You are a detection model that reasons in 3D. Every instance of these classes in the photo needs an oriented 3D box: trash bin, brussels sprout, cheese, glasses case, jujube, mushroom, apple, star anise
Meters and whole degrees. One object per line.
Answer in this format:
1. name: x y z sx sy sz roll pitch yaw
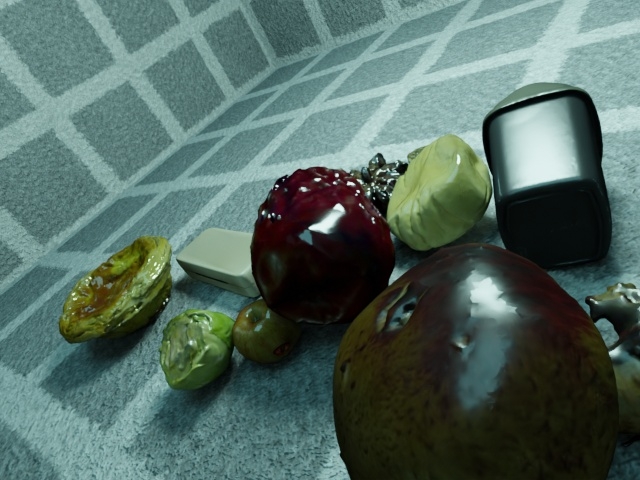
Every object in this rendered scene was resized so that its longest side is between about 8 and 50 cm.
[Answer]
1. trash bin: 0.368 -0.112 0.736 0.182 0.209 0.290 -10 41 29
2. brussels sprout: -0.223 0.206 0.852 0.152 0.122 0.149 1 78 48
3. cheese: 0.222 -0.090 0.876 0.214 0.117 0.226 -42 25 34
4. glasses case: -0.231 0.047 1.138 0.336 0.076 0.144 9 47 48
5. jujube: 0.000 0.000 0.844 0.258 0.258 0.376 -26 23 7
6. mushroom: 0.193 0.156 0.503 0.334 0.356 0.331 -65 29 17
7. apple: -0.100 0.163 0.825 0.126 0.102 0.126 -21 32 14
8. star anise: 0.120 -0.124 1.066 0.223 0.109 0.236 -29 32 11

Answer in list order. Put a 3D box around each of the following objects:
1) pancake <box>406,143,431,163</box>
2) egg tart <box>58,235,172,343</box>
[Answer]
1. pancake: 0.289 -0.203 1.083 0.158 0.028 0.158 -8 31 5
2. egg tart: -0.510 0.138 1.175 0.352 0.150 0.352 -24 35 18
